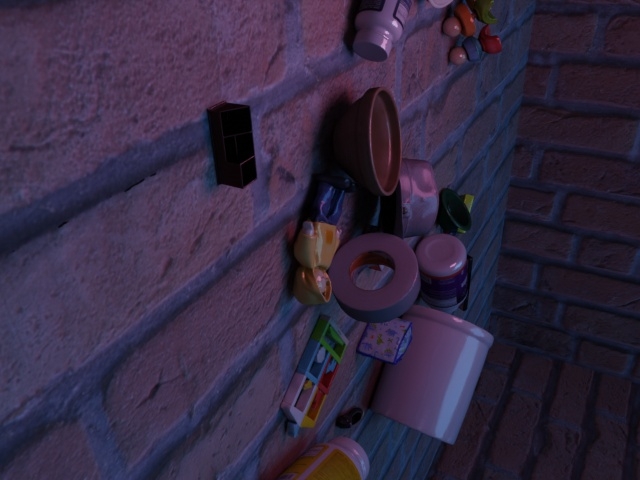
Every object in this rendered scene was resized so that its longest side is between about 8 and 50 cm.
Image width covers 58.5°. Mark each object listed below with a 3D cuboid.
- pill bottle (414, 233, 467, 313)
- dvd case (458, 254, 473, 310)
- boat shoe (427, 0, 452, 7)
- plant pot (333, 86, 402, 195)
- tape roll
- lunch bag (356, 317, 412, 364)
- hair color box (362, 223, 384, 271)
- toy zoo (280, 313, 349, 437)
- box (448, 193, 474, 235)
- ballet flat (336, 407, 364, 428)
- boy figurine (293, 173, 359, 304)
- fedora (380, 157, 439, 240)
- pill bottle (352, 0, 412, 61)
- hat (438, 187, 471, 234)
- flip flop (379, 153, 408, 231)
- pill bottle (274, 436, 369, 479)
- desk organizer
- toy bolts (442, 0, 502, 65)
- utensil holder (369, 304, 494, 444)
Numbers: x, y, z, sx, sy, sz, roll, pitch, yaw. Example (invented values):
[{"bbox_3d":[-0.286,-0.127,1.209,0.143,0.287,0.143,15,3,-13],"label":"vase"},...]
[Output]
[{"bbox_3d":[0.449,0.134,2.106,0.181,0.182,0.323,-60,150,-29],"label":"pill bottle"},{"bbox_3d":[0.514,0.137,2.252,0.022,0.180,0.252,-23,127,-30],"label":"dvd case"},{"bbox_3d":[0.252,-0.714,1.411,0.319,0.116,0.099,38,26,-55],"label":"boat shoe"},{"bbox_3d":[0.099,-0.216,1.275,0.237,0.110,0.237,-1,90,-66],"label":"plant pot"},{"bbox_3d":[0.132,0.090,1.397,0.219,0.219,0.072,-63,152,-26],"label":"tape roll"},{"bbox_3d":[0.198,0.307,1.748,0.151,0.129,0.096,-51,144,-43],"label":"lunch bag"},{"bbox_3d":[0.153,0.022,1.608,0.072,0.043,0.141,-65,153,-24],"label":"hair color box"},{"bbox_3d":[-0.017,0.354,1.448,0.293,0.030,0.192,-65,153,-20],"label":"toy zoo"},{"bbox_3d":[0.573,-0.098,2.350,0.109,0.043,0.178,177,-72,-82],"label":"box"},{"bbox_3d":[0.101,0.556,1.767,0.173,0.049,0.057,11,94,-64],"label":"ballet flat"},{"bbox_3d":[0.000,0.000,1.236,0.177,0.092,0.285,25,77,-67],"label":"boy figurine"},{"bbox_3d":[0.230,-0.117,1.483,0.244,0.124,0.275,-119,-154,-80],"label":"fedora"},{"bbox_3d":[0.133,-0.487,1.233,0.108,0.108,0.180,36,71,-63],"label":"pill bottle"},{"bbox_3d":[0.468,-0.074,2.226,0.208,0.184,0.173,54,39,-7],"label":"hat"},{"bbox_3d":[0.233,-0.111,1.660,0.112,0.080,0.276,-22,122,-60],"label":"flip flop"},{"bbox_3d":[-0.006,0.629,1.429,0.334,0.188,0.187,-17,117,-61],"label":"pill bottle"},{"bbox_3d":[-0.139,-0.152,0.918,0.047,0.050,0.130,-44,140,-48],"label":"desk organizer"},{"bbox_3d":[0.462,-0.681,1.832,0.228,0.159,0.218,55,13,-46],"label":"toy bolts"},{"bbox_3d":[0.378,0.460,1.974,0.385,0.328,0.327,-68,153,-12],"label":"utensil holder"}]
